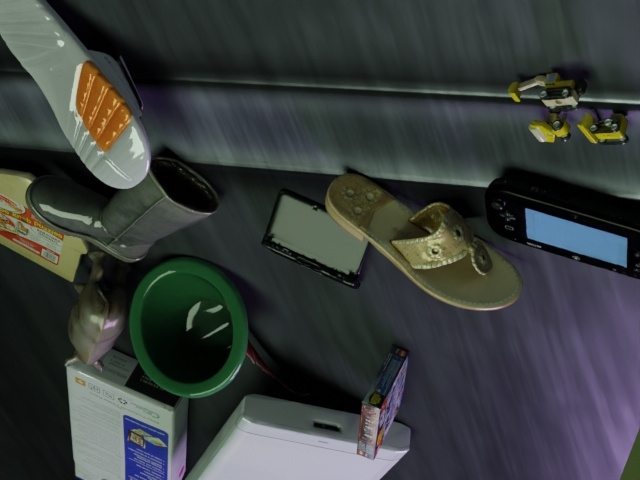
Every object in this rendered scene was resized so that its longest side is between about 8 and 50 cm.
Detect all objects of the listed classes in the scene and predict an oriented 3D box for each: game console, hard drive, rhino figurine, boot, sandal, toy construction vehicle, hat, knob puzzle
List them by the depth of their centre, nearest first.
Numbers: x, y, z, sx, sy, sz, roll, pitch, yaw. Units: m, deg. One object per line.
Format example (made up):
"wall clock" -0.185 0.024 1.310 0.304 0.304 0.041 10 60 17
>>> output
"toy construction vehicle" 0.239 -0.126 1.613 0.098 0.035 0.086 -1 148 43
"game console" 0.340 0.023 1.725 0.361 0.044 0.213 18 146 18
"sandal" 0.114 -0.008 1.816 0.240 0.088 0.079 30 154 8
"sandal" -0.261 -0.186 1.887 0.102 0.076 0.265 -30 95 38
"game console" 0.000 0.000 1.987 0.122 0.071 0.107 25 177 8
"boot" -0.244 -0.051 2.048 0.190 0.076 0.208 24 157 -19
"knob puzzle" -0.384 -0.040 2.213 0.213 0.030 0.213 21 147 14
"hat" -0.135 0.118 2.242 0.173 0.183 0.208 -2 94 24
"rhino figurine" -0.305 0.111 2.274 0.073 0.106 0.243 7 152 -14
"hard drive" -0.044 0.319 2.364 0.233 0.047 0.353 12 151 -13

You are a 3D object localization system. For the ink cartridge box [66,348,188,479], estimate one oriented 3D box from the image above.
"ink cartridge box" -0.294 0.294 2.574 0.176 0.069 0.371 23 145 9

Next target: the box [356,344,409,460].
"box" 0.079 0.207 2.135 0.027 0.094 0.137 22 148 12

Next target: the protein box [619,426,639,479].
"protein box" 0.444 0.320 1.907 0.200 0.201 0.136 8 142 29
